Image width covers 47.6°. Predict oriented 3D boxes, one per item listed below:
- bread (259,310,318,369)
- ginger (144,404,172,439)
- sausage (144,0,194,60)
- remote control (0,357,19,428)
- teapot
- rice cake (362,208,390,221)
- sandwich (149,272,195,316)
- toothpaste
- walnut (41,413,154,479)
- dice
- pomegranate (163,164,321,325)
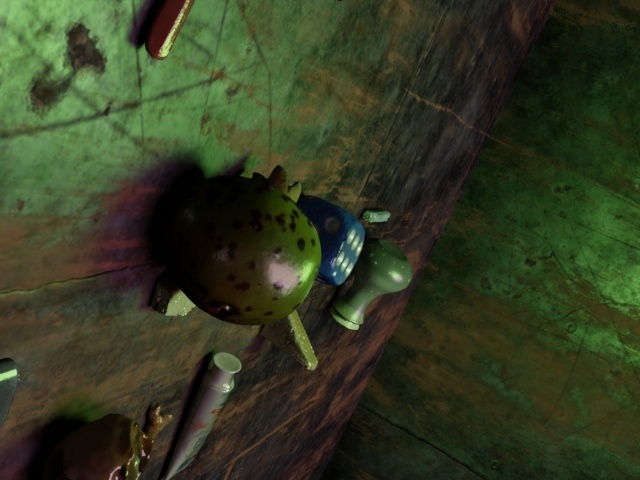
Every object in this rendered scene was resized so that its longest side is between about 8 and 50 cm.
[{"bbox_3d":[-0.052,0.211,1.651,0.105,0.152,0.077,-58,164,4],"label":"bread"},{"bbox_3d":[-0.299,0.334,1.328,0.048,0.030,0.097,-4,122,-37],"label":"ginger"},{"bbox_3d":[-0.155,-0.270,0.807,0.147,0.035,0.030,-64,-166,1],"label":"sausage"},{"bbox_3d":[-0.446,0.199,0.675,0.107,0.044,0.377,-62,163,16],"label":"remote control"},{"bbox_3d":[0.135,0.125,2.038,0.251,0.183,0.183,-56,165,16],"label":"teapot"},{"bbox_3d":[0.157,-0.067,1.997,0.030,0.042,0.180,-68,163,11],"label":"rice cake"},{"bbox_3d":[-0.227,0.088,1.145,0.093,0.035,0.105,-51,161,-34],"label":"sandwich"},{"bbox_3d":[-0.247,0.370,1.488,0.100,0.066,0.323,-28,148,-60],"label":"toothpaste"},{"bbox_3d":[-0.332,0.355,1.082,0.204,0.141,0.238,-80,180,-68],"label":"walnut"},{"bbox_3d":[0.000,0.000,1.486,0.147,0.146,0.143,-63,161,-9],"label":"dice"},{"bbox_3d":[-0.122,-0.013,1.082,0.231,0.230,0.286,100,-17,-45],"label":"pomegranate"}]
